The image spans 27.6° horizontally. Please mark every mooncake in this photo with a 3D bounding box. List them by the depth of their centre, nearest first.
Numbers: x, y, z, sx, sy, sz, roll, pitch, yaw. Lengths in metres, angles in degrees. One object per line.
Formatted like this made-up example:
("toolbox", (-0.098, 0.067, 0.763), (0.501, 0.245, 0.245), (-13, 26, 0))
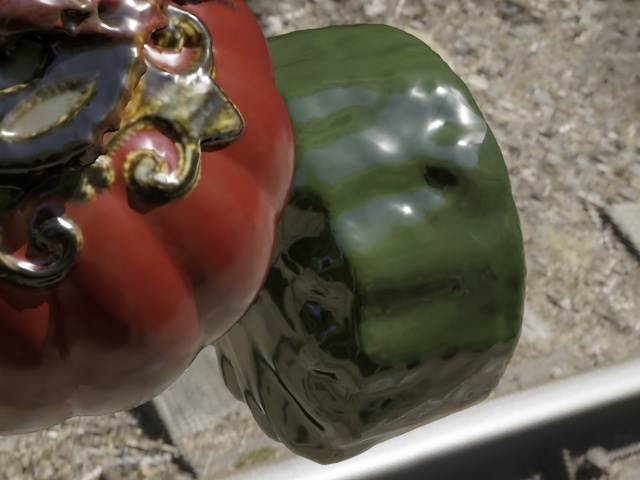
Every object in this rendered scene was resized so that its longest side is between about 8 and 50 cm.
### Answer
("mooncake", (0.000, 0.000, 1.087), (0.194, 0.356, 0.356), (-16, 51, -26))

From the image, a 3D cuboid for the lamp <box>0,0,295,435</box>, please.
("lamp", (-0.122, -0.037, 0.515), (0.227, 0.227, 0.227), (11, 41, -10))
